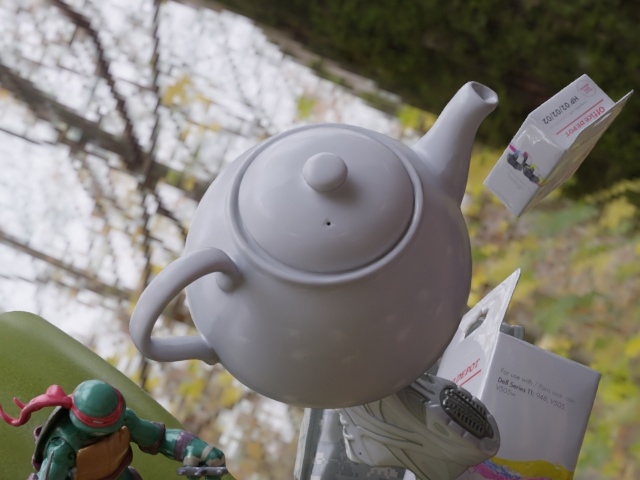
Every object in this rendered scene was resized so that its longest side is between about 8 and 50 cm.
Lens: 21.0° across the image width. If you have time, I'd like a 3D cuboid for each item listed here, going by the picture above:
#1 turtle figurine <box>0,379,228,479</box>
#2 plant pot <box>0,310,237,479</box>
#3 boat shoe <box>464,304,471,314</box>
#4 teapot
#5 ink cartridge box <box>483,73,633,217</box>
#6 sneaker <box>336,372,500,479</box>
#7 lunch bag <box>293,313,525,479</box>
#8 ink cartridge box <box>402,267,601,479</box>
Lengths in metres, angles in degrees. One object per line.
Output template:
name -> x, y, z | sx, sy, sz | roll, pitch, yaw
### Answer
turtle figurine -> -0.160, 0.171, 1.271 | 0.175, 0.118, 0.234 | -16, -31, -20
plant pot -> -0.216, 0.245, 1.633 | 0.275, 0.293, 0.275 | -45, -33, -41
boat shoe -> 0.182, 0.184, 2.098 | 0.091, 0.302, 0.114 | -46, 24, -18
teapot -> 0.000, 0.000, 1.368 | 0.187, 0.252, 0.256 | 85, -166, -57
ink cartridge box -> 0.265, -0.115, 1.927 | 0.104, 0.061, 0.181 | -36, -13, -33
sneaker -> 0.042, 0.146, 1.547 | 0.115, 0.232, 0.090 | -49, 2, 26
lunch bag -> 0.098, 0.204, 1.922 | 0.169, 0.235, 0.287 | 98, -177, -64
ink cartridge box -> 0.164, 0.227, 1.695 | 0.207, 0.119, 0.353 | 128, 163, -64
